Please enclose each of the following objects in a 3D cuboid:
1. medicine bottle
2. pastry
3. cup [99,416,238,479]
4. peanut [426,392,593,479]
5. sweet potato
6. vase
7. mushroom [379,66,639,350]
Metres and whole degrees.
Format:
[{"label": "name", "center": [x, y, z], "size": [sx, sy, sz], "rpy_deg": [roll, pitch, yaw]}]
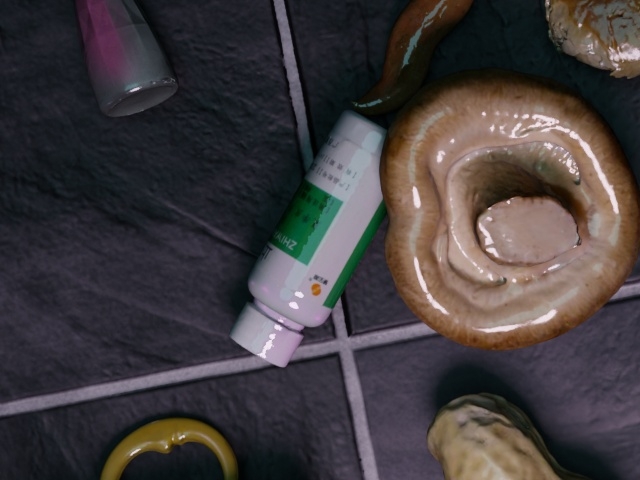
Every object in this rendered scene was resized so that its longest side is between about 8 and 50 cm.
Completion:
[{"label": "medicine bottle", "center": [0.000, 0.000, 1.739], "size": [0.095, 0.095, 0.260], "rpy_deg": [29, 92, 8]}, {"label": "pastry", "center": [0.295, -0.236, 1.707], "size": [0.153, 0.081, 0.153], "rpy_deg": [0, 90, 13]}, {"label": "cup", "center": [-0.124, 0.304, 1.713], "size": [0.256, 0.178, 0.255], "rpy_deg": [-13, 88, 6]}, {"label": "peanut", "center": [0.218, 0.268, 1.686], "size": [0.290, 0.130, 0.130], "rpy_deg": [44, 95, 6]}, {"label": "sweet potato", "center": [0.102, -0.209, 1.752], "size": [0.055, 0.058, 0.202], "rpy_deg": [28, 99, -34]}, {"label": "vase", "center": [-0.222, -0.240, 1.789], "size": [0.086, 0.086, 0.214], "rpy_deg": [-23, 81, 8]}, {"label": "mushroom", "center": [0.176, -0.029, 1.679], "size": [0.278, 0.146, 0.278], "rpy_deg": [-1, 100, -6]}]
